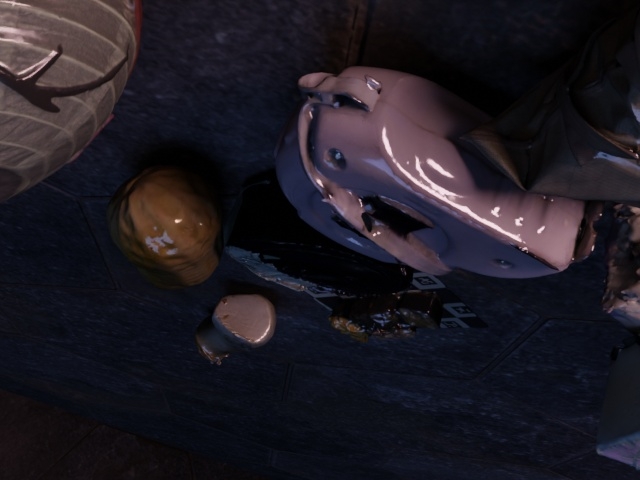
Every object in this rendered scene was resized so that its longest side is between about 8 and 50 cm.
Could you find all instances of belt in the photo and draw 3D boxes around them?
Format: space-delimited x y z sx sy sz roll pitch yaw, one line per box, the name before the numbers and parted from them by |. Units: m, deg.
belt | 0.000 0.000 0.818 0.199 0.078 0.151 9 160 8

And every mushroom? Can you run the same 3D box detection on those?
mushroom | -0.126 0.129 1.177 0.092 0.081 0.223 -14 171 -22

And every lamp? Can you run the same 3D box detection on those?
lamp | -0.233 -0.133 0.484 0.233 0.233 0.265 32 147 -34

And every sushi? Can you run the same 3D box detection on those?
sushi | 0.075 0.098 1.024 0.215 0.050 0.192 -5 150 37

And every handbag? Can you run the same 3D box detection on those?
handbag | 0.210 -0.087 0.460 0.183 0.117 0.270 8 161 -15

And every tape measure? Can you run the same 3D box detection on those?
tape measure | 0.065 -0.046 0.634 0.236 0.120 0.197 28 161 -16

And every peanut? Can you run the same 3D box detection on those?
peanut | -0.163 -0.009 0.863 0.120 0.110 0.236 -4 166 -10

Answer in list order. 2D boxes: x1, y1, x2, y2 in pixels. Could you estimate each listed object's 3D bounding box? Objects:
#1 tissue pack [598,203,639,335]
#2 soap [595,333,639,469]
tissue pack | 0.424 0.071 0.677 0.344 0.125 0.242 34 151 -33
soap | 0.360 0.155 0.628 0.262 0.094 0.150 21 156 -7
